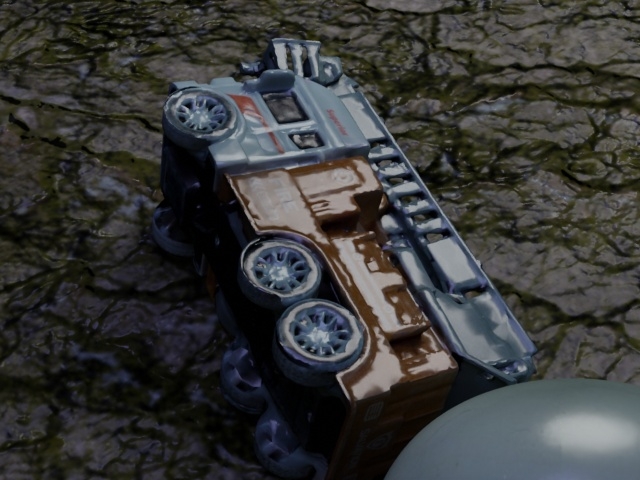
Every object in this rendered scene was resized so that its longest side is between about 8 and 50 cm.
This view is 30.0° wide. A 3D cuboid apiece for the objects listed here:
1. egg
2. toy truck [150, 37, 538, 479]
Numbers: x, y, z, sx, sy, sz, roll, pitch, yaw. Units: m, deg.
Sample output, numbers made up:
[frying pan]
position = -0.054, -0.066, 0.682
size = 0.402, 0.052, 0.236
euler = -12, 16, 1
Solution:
[egg]
position = 0.157, 0.168, 0.652
size = 0.264, 0.183, 0.183
euler = 3, 49, -6
[toy truck]
position = 0.000, 0.000, 0.836
size = 0.184, 0.133, 0.338
euler = -12, 52, -23
